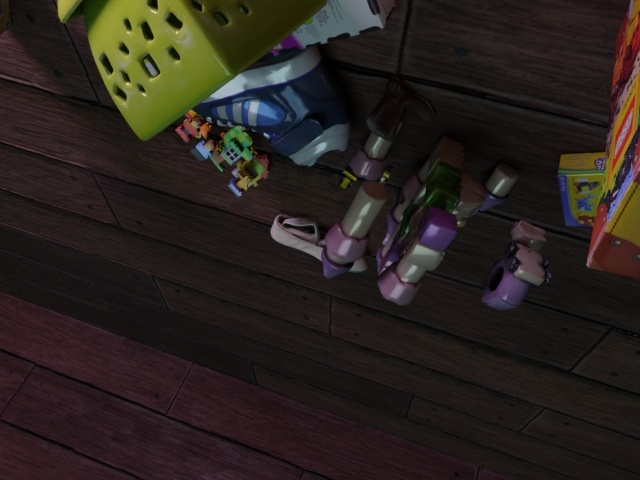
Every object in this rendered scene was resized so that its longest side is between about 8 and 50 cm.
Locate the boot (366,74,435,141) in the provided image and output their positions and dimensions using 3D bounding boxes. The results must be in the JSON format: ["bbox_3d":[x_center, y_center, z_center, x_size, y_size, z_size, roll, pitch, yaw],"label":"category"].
[{"bbox_3d":[0.127,-0.189,0.877,0.106,0.114,0.037,36,147,-18],"label":"boot"}]

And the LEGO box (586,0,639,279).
[{"bbox_3d":[0.534,-0.110,0.481,0.500,0.372,0.193,14,147,15],"label":"LEGO box"}]

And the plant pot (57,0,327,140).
[{"bbox_3d":[-0.169,-0.292,0.693,0.227,0.228,0.207,-16,119,45],"label":"plant pot"}]

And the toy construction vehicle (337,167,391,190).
[{"bbox_3d":[0.088,-0.123,1.087,0.086,0.035,0.098,34,146,4],"label":"toy construction vehicle"}]

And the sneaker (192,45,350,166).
[{"bbox_3d":[-0.104,-0.210,0.982,0.322,0.130,0.236,-3,136,28],"label":"sneaker"}]

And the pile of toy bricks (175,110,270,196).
[{"bbox_3d":[-0.177,-0.192,1.105,0.105,0.118,0.212,-34,112,18],"label":"pile of toy bricks"}]

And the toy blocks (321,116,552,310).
[{"bbox_3d":[0.165,-0.003,0.937,0.309,0.288,0.260,23,131,-4],"label":"toy blocks"}]

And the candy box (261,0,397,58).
[{"bbox_3d":[-0.032,-0.355,0.773,0.233,0.071,0.159,0,139,34],"label":"candy box"}]

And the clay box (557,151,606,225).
[{"bbox_3d":[0.493,-0.078,0.860,0.222,0.053,0.127,2,143,33],"label":"clay box"}]

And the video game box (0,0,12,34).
[{"bbox_3d":[-0.622,-0.408,0.977,0.048,0.187,0.205,30,149,-9],"label":"video game box"}]

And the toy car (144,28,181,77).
[{"bbox_3d":[-0.282,-0.355,0.883,0.149,0.155,0.188,-9,123,42],"label":"toy car"}]

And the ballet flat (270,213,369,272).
[{"bbox_3d":[0.000,0.000,1.288,0.248,0.086,0.086,19,148,10],"label":"ballet flat"}]
